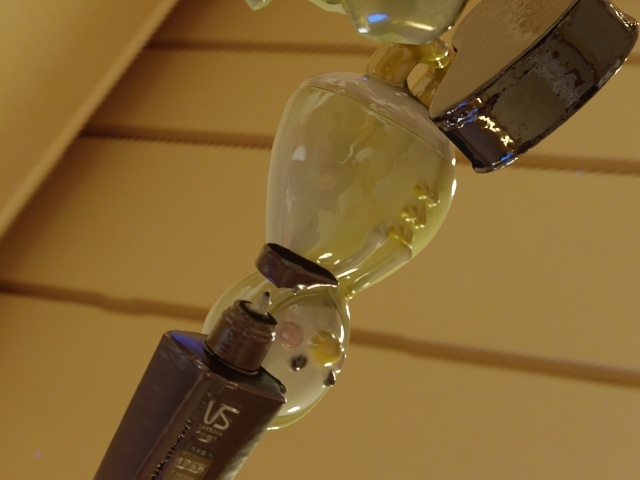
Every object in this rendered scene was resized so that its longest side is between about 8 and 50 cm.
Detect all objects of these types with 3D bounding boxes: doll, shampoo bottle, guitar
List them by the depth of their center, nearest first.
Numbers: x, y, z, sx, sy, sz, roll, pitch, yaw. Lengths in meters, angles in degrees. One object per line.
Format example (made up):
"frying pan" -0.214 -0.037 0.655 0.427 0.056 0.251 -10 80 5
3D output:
"guitar" 0.097 -0.110 0.576 0.084 0.038 0.271 -38 -166 24
"shampoo bottle" -0.073 0.108 0.718 0.067 0.068 0.236 41 -73 40
"doll" 0.009 0.004 0.804 0.117 0.141 0.296 15 -100 35

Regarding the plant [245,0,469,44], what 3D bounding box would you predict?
"plant" 0.057 -0.182 0.343 0.306 0.297 0.261 -18 -122 37
